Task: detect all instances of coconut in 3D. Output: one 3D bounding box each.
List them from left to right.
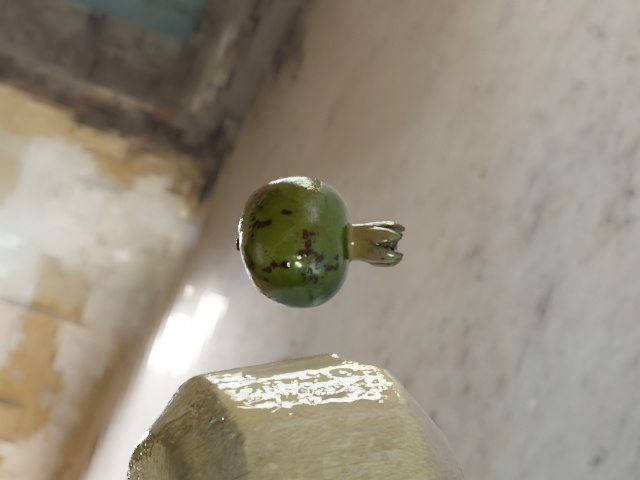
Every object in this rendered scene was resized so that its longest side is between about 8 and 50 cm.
[{"bbox_3d":[-0.010,0.207,1.494,0.237,0.266,0.237,173,90,-70],"label":"coconut"}]

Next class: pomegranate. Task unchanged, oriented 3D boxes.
[{"bbox_3d":[0.000,0.000,1.636,0.114,0.142,0.114,1,-90,-86],"label":"pomegranate"}]
